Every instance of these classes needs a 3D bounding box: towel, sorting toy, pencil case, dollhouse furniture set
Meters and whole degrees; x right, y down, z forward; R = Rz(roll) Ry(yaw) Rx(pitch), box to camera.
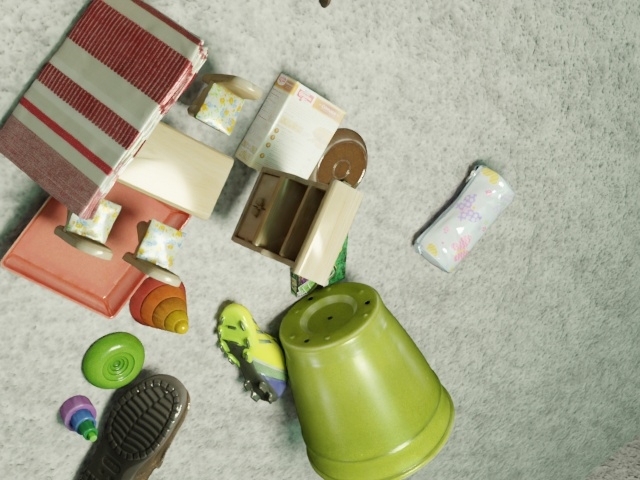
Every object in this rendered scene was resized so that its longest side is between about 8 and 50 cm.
[{"bbox_3d":[-0.345,-0.222,1.275,0.329,0.237,0.037,-54,157,1],"label":"towel"},{"bbox_3d":[-0.367,0.243,1.598,0.365,0.126,0.127,-53,134,0],"label":"sorting toy"},{"bbox_3d":[0.348,-0.051,1.982,0.124,0.113,0.273,40,88,-34],"label":"pencil case"},{"bbox_3d":[-0.171,-0.090,1.367,0.394,0.256,0.362,25,86,-34],"label":"dollhouse furniture set"}]

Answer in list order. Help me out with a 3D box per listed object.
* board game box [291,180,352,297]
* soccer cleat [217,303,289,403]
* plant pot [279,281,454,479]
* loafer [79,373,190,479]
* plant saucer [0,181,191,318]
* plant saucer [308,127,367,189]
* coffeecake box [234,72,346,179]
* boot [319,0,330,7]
[{"bbox_3d":[0.000,0.000,1.782,0.136,0.030,0.259,-23,135,-28],"label":"board game box"},{"bbox_3d":[-0.144,0.234,1.810,0.121,0.093,0.289,-56,139,-41],"label":"soccer cleat"},{"bbox_3d":[0.078,0.298,1.848,0.366,0.366,0.353,-33,120,-18],"label":"plant pot"},{"bbox_3d":[-0.382,0.422,1.711,0.366,0.134,0.130,-54,162,14],"label":"loafer"},{"bbox_3d":[-0.401,-0.014,1.474,0.258,0.048,0.259,-53,135,0],"label":"plant saucer"},{"bbox_3d":[0.039,-0.154,1.742,0.168,0.029,0.168,-19,127,-28],"label":"plant saucer"},{"bbox_3d":[-0.058,-0.209,1.606,0.142,0.068,0.185,25,99,-42],"label":"coffeecake box"},{"bbox_3d":[0.054,-0.491,1.553,0.114,0.037,0.106,-9,123,-39],"label":"boot"}]
